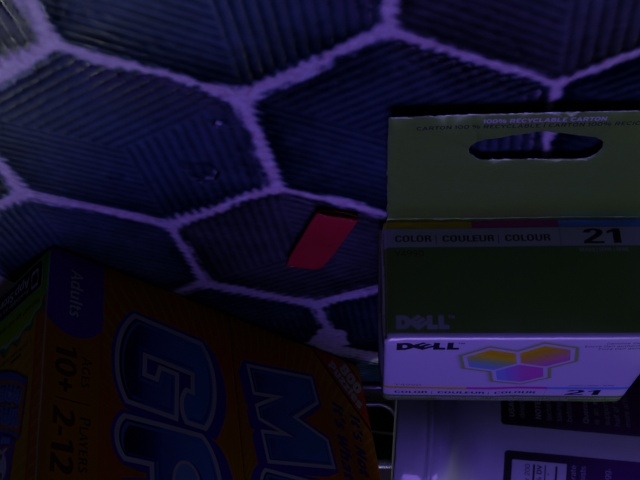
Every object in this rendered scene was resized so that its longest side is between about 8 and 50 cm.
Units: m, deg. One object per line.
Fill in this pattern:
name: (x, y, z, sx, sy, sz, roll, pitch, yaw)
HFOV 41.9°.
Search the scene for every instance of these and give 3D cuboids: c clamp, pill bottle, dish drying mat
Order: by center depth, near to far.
dish drying mat: (0.000, 0.000, 0.617, 0.032, 0.008, 0.083, 9, 150, -15)
pill bottle: (0.231, 0.202, 0.788, 0.323, 0.181, 0.181, 4, 152, 5)
c clamp: (0.043, 0.221, 0.899, 0.160, 0.137, 0.022, 4, 176, 7)

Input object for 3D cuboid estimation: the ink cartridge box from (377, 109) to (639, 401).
ink cartridge box: (0.132, 0.024, 0.563, 0.188, 0.097, 0.255, -1, 152, 4)

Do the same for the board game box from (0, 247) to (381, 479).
board game box: (-0.180, 0.293, 0.727, 0.356, 0.356, 0.356, -36, 135, 29)

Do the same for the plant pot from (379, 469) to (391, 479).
plant pot: (0.002, 0.416, 1.021, 0.323, 0.280, 0.323, 17, 160, 6)
